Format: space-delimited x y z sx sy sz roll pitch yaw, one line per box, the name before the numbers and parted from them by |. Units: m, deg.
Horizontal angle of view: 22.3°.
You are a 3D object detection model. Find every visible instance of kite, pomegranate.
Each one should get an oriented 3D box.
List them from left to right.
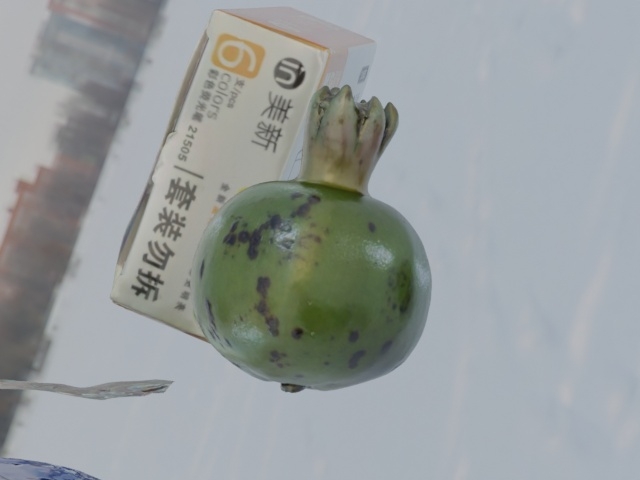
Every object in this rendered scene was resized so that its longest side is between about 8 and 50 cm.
kite | -0.209 0.092 1.022 0.127 0.229 0.016 19 -110 -78
pomegranate | 0.000 0.000 0.745 0.114 0.114 0.142 -171 94 -82

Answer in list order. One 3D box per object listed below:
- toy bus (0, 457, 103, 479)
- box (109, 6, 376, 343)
toy bus | -0.040 0.084 0.339 0.153 0.051 0.061 5 88 55
box | -0.049 -0.057 1.180 0.274 0.091 0.220 -44 -26 -76
